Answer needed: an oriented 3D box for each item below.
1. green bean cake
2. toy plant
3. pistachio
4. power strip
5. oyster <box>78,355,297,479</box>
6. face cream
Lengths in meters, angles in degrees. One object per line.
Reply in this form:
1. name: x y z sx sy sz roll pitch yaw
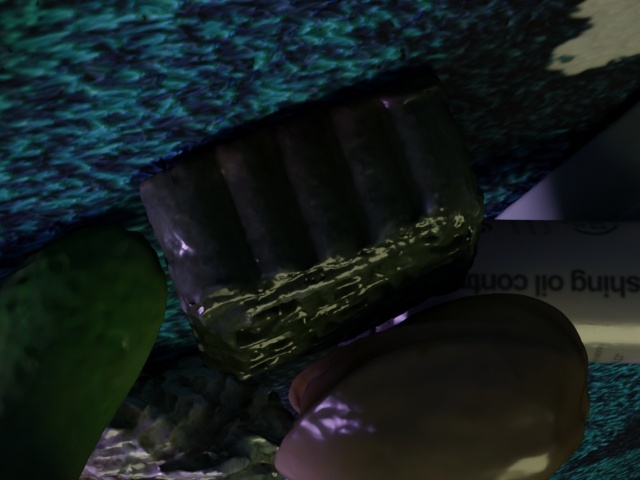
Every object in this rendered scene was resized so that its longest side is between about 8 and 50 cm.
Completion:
1. green bean cake: 0.000 0.000 1.087 0.173 0.094 0.181 -21 164 -6
2. toy plant: -0.214 0.187 1.052 0.210 0.356 0.317 21 138 -30
3. pistachio: 0.064 0.098 1.130 0.136 0.136 0.226 -4 168 -45
4. power strip: 0.191 -0.026 1.301 0.091 0.062 0.385 -12 161 -36
5. oyster: -0.106 0.139 1.398 0.198 0.112 0.268 -1 172 5
6. face cream: 0.103 0.031 1.222 0.311 0.092 0.092 1 161 -3
